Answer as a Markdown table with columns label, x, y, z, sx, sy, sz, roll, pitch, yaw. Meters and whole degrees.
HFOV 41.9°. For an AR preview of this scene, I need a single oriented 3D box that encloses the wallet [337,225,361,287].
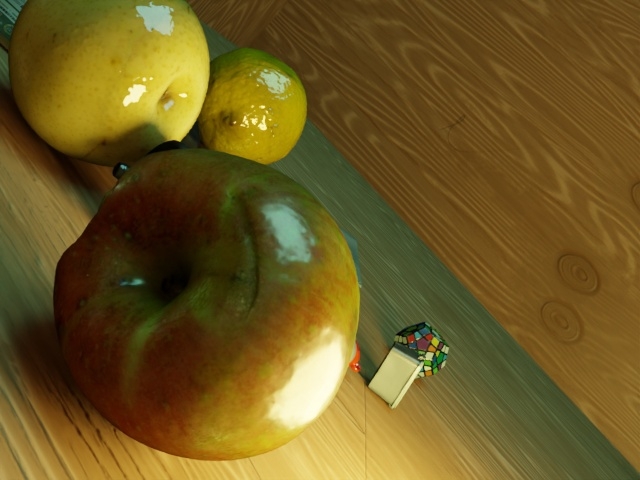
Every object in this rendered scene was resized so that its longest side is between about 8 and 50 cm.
| label | x | y | z | sx | sy | sz | roll | pitch | yaw |
| --- | --- | --- | --- | --- | --- | --- | --- | --- | --- |
| wallet | -0.001 | 0.001 | 2.206 | 0.251 | 0.054 | 0.290 | 36 | 19 | -15 |

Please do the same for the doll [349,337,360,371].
| label | x | y | z | sx | sy | sz | roll | pitch | yaw |
| --- | --- | --- | --- | --- | --- | --- | --- | --- | --- |
| doll | 0.007 | 0.152 | 1.572 | 0.245 | 0.076 | 0.142 | 59 | 19 | -17 |

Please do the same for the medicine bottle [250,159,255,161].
| label | x | y | z | sx | sy | sz | roll | pitch | yaw |
| --- | --- | --- | --- | --- | --- | --- | --- | --- | --- |
| medicine bottle | -0.171 | -0.108 | 1.834 | 0.080 | 0.130 | 0.080 | 41 | 11 | -10 |

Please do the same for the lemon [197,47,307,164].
| label | x | y | z | sx | sy | sz | roll | pitch | yaw |
| --- | --- | --- | --- | --- | --- | --- | --- | --- | --- |
| lemon | -0.186 | -0.345 | 2.180 | 0.336 | 0.336 | 0.336 | 41 | 12 | -11 |

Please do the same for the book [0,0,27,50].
| label | x | y | z | sx | sy | sz | roll | pitch | yaw |
| --- | --- | --- | --- | --- | --- | --- | --- | --- | --- |
| book | -0.606 | -0.507 | 1.705 | 0.202 | 0.027 | 0.264 | 42 | 46 | -4 |

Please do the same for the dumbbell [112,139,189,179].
| label | x | y | z | sx | sy | sz | roll | pitch | yaw |
| --- | --- | --- | --- | --- | --- | --- | --- | --- | --- |
| dumbbell | -0.180 | -0.019 | 1.380 | 0.388 | 0.185 | 0.185 | 36 | 14 | -34 |

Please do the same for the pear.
| label | x | y | z | sx | sy | sz | roll | pitch | yaw |
| --- | --- | --- | --- | --- | --- | --- | --- | --- | --- |
| pear | -0.354 | -0.290 | 1.407 | 0.348 | 0.348 | 0.348 | 41 | 12 | -11 |

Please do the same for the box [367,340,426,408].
| label | x | y | z | sx | sy | sz | roll | pitch | yaw |
| --- | --- | --- | --- | --- | --- | --- | --- | --- | --- |
| box | 0.148 | 0.262 | 1.650 | 0.069 | 0.122 | 0.084 | 32 | 10 | 4 |

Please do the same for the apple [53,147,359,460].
| label | x | y | z | sx | sy | sz | roll | pitch | yaw |
| --- | --- | --- | --- | --- | --- | --- | --- | --- | --- |
| apple | -0.118 | 0.075 | 0.940 | 0.339 | 0.339 | 0.339 | 41 | 12 | -11 |

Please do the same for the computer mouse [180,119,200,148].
| label | x | y | z | sx | sy | sz | roll | pitch | yaw |
| --- | --- | --- | --- | --- | --- | --- | --- | --- | --- |
| computer mouse | -0.359 | -0.306 | 1.866 | 0.183 | 0.116 | 0.323 | 60 | 9 | -51 |

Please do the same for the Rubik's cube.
| label | x | y | z | sx | sy | sz | roll | pitch | yaw |
| --- | --- | --- | --- | --- | --- | --- | --- | --- | --- |
| Rubik's cube | 0.231 | 0.255 | 1.939 | 0.133 | 0.133 | 0.112 | 38 | 40 | -22 |
